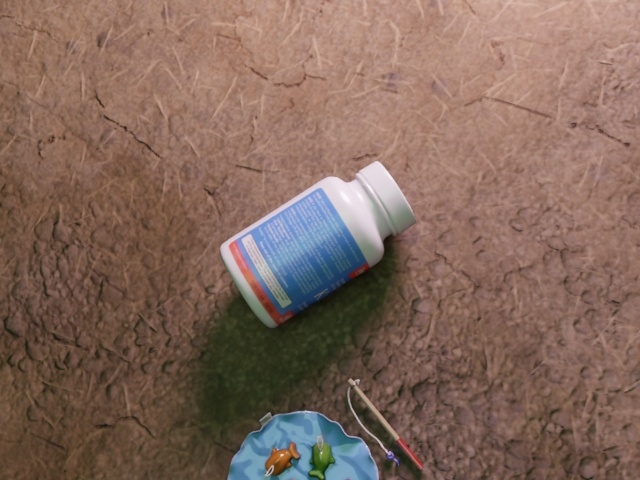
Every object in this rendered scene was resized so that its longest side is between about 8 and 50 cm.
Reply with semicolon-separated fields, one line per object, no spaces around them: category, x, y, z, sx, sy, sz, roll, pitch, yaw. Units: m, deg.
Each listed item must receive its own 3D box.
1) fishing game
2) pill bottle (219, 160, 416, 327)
fishing game;-0.022;0.293;0.901;0.264;0.041;0.189;-39;75;-2
pill bottle;0.000;0.000;0.930;0.221;0.124;0.124;-32;73;1
